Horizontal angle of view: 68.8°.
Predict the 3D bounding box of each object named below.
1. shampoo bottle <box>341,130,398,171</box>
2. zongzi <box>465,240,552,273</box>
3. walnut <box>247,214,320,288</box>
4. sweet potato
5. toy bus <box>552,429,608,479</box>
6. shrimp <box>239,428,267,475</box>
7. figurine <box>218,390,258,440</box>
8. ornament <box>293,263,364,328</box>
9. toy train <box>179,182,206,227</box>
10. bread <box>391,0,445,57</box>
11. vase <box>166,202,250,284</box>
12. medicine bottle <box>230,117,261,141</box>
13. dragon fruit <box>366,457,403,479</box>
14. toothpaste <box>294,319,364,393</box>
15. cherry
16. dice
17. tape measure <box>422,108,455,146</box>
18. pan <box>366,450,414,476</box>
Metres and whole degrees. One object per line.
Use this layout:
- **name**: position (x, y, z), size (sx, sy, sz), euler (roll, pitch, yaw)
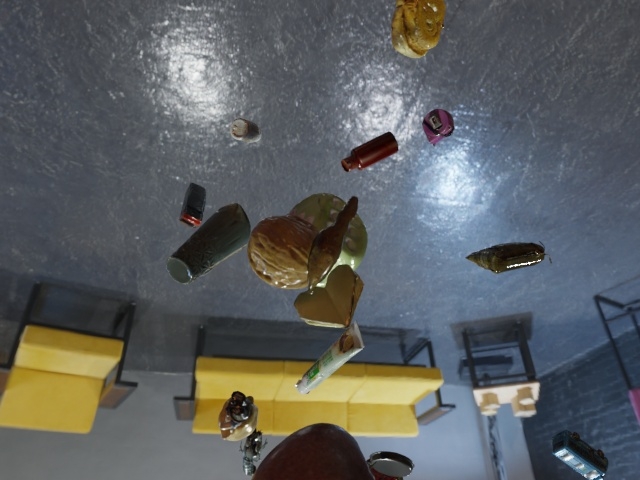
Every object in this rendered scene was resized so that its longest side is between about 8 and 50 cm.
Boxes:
- **shampoo bottle**: position (0.209, -0.371, 1.997), size (0.260, 0.102, 0.064), euler (-29, -166, -19)
- **zongzi**: position (0.566, 0.045, 1.425), size (0.187, 0.084, 0.184), euler (-8, -177, -9)
- **walnut**: position (-0.094, 0.025, 1.240), size (0.213, 0.213, 0.213), euler (-1, 146, -1)
- **sweet potato**: position (0.025, 0.000, 1.123), size (0.075, 0.269, 0.075), euler (26, 167, 6)
- **toy bus**: position (0.428, 0.356, 0.771), size (0.083, 0.046, 0.038), euler (35, 129, 6)
- **shrimp**: position (-0.200, 0.638, 1.391), size (0.082, 0.174, 0.076), euler (17, -161, 32)
- **figurine**: position (-0.221, 0.457, 1.227), size (0.108, 0.114, 0.196), euler (-1, 149, -4)
- **ornament**: position (0.036, 0.176, 1.296), size (0.201, 0.180, 0.059), euler (-36, 139, 7)
- **toy train**: position (-0.568, -0.150, 2.081), size (0.086, 0.409, 0.089), euler (28, 107, -22)
- **bread**: position (0.321, -0.731, 1.546), size (0.120, 0.236, 0.198), euler (17, -170, 42)
- **vase**: position (-0.372, 0.032, 1.539), size (0.156, 0.301, 0.251), euler (30, 127, 9)
- **medicine bottle**: position (-0.277, -0.412, 1.766), size (0.079, 0.079, 0.140), euler (-13, -179, 17)
- **dragon fruit**: position (0.161, 0.835, 1.541), size (0.274, 0.193, 0.192), euler (-40, 152, 14)
- **toothpaste**: position (0.025, 0.335, 1.276), size (0.058, 0.056, 0.314), euler (42, 126, 6)
- **cherry**: position (-0.010, 0.502, 0.905), size (0.307, 0.261, 0.221), euler (-8, 146, -34)
- **dice**: position (0.000, 0.000, 1.679), size (0.254, 0.252, 0.250), euler (39, 128, -24)
- **tape measure**: position (0.463, -0.450, 1.833), size (0.118, 0.125, 0.074), euler (-35, 162, 33)
- **pan**: position (0.177, 0.689, 1.433), size (0.235, 0.028, 0.136), euler (-24, 121, 38)
